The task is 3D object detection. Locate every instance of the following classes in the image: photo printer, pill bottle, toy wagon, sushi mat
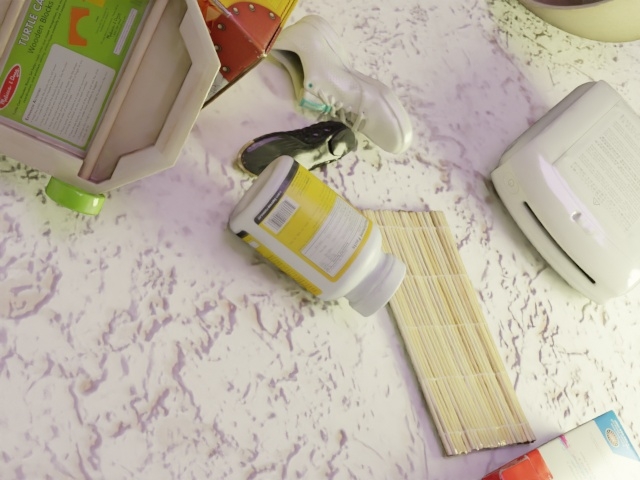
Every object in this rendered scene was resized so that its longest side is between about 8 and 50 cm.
[{"bbox_3d":[0.379,-0.066,1.614,0.256,0.107,0.307,50,44,1],"label":"photo printer"},{"bbox_3d":[0.000,0.000,1.262,0.184,0.103,0.103,38,44,-12],"label":"pill bottle"},{"bbox_3d":[-0.270,-0.194,1.081,0.344,0.267,0.068,24,8,-12],"label":"toy wagon"},{"bbox_3d":[0.147,0.099,1.376,0.151,0.019,0.317,-3,64,-39],"label":"sushi mat"}]

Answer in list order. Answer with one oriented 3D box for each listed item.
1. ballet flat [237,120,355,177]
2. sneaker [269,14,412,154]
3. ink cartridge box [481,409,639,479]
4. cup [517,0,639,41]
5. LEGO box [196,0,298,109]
[{"bbox_3d":[-0.031,-0.104,1.362,0.173,0.049,0.057,-16,107,-41],"label":"ballet flat"},{"bbox_3d":[0.019,-0.177,1.432,0.212,0.080,0.094,48,54,8],"label":"sneaker"},{"bbox_3d":[0.274,0.292,1.302,0.231,0.078,0.134,-13,71,-44],"label":"ink cartridge box"},{"bbox_3d":[0.462,-0.443,1.827,0.237,0.331,0.331,37,38,-51],"label":"cup"},{"bbox_3d":[-0.173,-0.422,1.321,0.372,0.193,0.500,42,43,-18],"label":"LEGO box"}]
